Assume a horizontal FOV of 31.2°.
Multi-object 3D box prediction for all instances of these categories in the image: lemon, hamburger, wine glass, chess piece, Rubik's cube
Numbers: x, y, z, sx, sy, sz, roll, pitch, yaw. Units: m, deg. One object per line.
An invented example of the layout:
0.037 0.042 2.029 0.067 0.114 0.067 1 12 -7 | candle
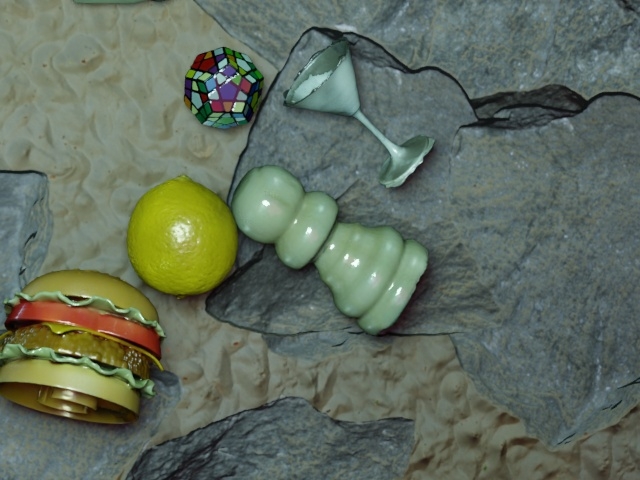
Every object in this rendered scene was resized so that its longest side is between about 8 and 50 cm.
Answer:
-0.220 -0.006 1.841 0.178 0.178 0.203 1 100 -14 | lemon
-0.372 0.156 1.795 0.274 0.274 0.212 17 68 -16 | hamburger
0.068 -0.202 1.888 0.232 0.156 0.156 43 90 -21 | wine glass
0.000 0.000 1.904 0.330 0.182 0.182 33 93 -12 | chess piece
-0.155 -0.242 1.837 0.133 0.112 0.133 -3 102 -14 | Rubik's cube

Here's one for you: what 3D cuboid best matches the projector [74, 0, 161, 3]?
-0.268 -0.455 1.737 0.269 0.088 0.194 -14 146 4 | projector
